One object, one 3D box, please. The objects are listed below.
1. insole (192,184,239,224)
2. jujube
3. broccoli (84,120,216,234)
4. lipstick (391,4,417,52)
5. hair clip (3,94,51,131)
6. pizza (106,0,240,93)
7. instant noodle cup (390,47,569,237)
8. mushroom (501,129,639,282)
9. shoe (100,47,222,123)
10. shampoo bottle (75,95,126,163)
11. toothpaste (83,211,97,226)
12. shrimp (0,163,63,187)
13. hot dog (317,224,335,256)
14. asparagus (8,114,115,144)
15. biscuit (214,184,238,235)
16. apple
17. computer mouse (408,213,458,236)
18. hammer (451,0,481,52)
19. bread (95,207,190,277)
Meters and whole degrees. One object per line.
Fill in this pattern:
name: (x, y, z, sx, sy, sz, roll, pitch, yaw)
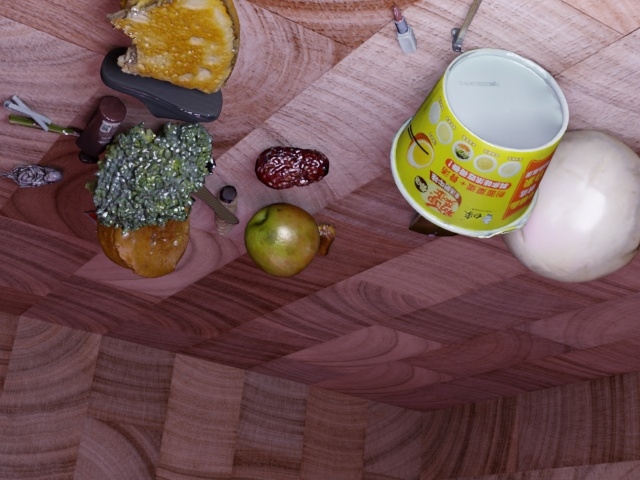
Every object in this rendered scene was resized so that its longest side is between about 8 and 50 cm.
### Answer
insole: (-0.291, -0.114, 2.212, 0.086, 0.005, 0.253, -4, 142, 48)
jujube: (-0.064, -0.160, 2.019, 0.166, 0.104, 0.104, 5, 158, -2)
broccoli: (-0.381, -0.159, 1.998, 0.288, 0.247, 0.245, -14, -155, -13)
lipstick: (0.142, -0.368, 1.559, 0.025, 0.025, 0.107, -3, 151, 21)
hair clip: (-0.642, -0.278, 1.973, 0.039, 0.030, 0.115, 12, 164, 40)
pizza: (-0.252, -0.368, 1.579, 0.223, 0.089, 0.323, 1, 156, -4)
instant noodle cup: (0.300, -0.187, 1.638, 0.311, 0.311, 0.221, 9, 148, -8)
mushroom: (0.501, -0.086, 1.843, 0.315, 0.356, 0.315, -10, 121, -17)
shoe: (-0.309, -0.294, 1.755, 0.241, 0.108, 0.093, 18, 157, -11)
shampoo bottle: (-0.485, -0.234, 1.973, 0.068, 0.067, 0.236, 33, 146, -15)
toothpaste: (-0.510, -0.064, 2.436, 0.301, 0.048, 0.075, -6, 159, 31)
shrimp: (-0.724, -0.161, 2.240, 0.165, 0.056, 0.065, -1, 174, -9)
hot dog: (0.000, 0.000, 2.457, 0.071, 0.045, 0.165, 9, 157, -4)
asparagus: (-0.578, -0.246, 2.039, 0.249, 0.024, 0.025, 12, -161, -16)
biscuit: (-0.245, -0.076, 2.315, 0.055, 0.061, 0.219, 14, 158, -3)
apple: (-0.102, -0.004, 2.292, 0.196, 0.195, 0.196, 5, 158, 2)
computer mouse: (0.300, -0.055, 2.240, 0.126, 0.056, 0.245, 10, 159, -8)
hammer: (0.251, -0.377, 1.484, 0.017, 0.062, 0.182, 8, 151, -8)
bread: (-0.437, -0.034, 2.231, 0.146, 0.268, 0.268, 10, 163, 34)
